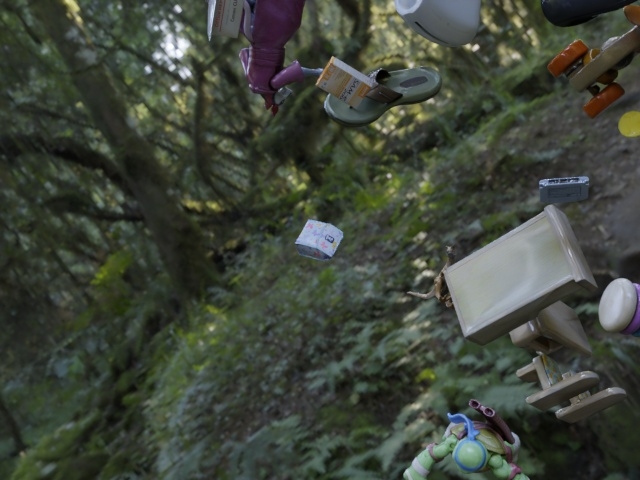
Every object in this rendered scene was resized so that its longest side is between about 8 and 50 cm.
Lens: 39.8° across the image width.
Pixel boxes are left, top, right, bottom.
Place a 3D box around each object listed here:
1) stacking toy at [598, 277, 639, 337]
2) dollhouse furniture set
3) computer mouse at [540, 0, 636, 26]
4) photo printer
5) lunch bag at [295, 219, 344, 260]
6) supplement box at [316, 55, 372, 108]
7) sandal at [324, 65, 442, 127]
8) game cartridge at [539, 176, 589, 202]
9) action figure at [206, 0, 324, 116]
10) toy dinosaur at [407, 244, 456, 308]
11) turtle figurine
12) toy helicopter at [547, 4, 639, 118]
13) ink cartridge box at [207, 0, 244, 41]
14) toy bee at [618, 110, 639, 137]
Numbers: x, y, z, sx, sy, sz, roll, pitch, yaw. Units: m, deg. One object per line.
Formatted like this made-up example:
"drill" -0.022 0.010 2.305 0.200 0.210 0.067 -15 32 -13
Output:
"stacking toy" 0.884 0.202 2.244 0.141 0.330 0.141 -165 90 -80
"dollhouse furniture set" 0.476 0.124 1.798 0.256 0.362 0.394 -33 -39 27
"computer mouse" 0.490 -0.478 1.505 0.262 0.184 0.060 -12 11 27
"photo printer" 0.287 -0.627 2.116 0.107 0.308 0.256 0 -10 42
"lunch bag" 0.000 0.000 1.847 0.071 0.083 0.053 -60 -25 -30
"supplement box" 0.049 -0.323 1.817 0.062 0.098 0.036 -55 12 31
"sandal" 0.143 -0.353 2.036 0.302 0.120 0.086 -23 -28 -17
"game cartridge" 0.424 -0.087 1.543 0.083 0.017 0.056 -3 -39 12
"action figure" -0.136 -0.504 2.354 0.275 0.248 0.370 -30 -53 -50
"toy dinosaur" 0.262 0.097 1.907 0.064 0.112 0.211 6 -42 -18
"turtle figurine" 0.251 0.404 1.478 0.197 0.275 0.266 -20 -5 16
"toy helicopter" 0.622 -0.402 1.696 0.355 0.140 0.235 -36 -8 -18
"ink cartridge box" -0.200 -0.508 1.877 0.198 0.067 0.115 -98 18 -50
"toy bee" 0.680 -0.190 1.657 0.195 0.298 0.162 -12 45 44
